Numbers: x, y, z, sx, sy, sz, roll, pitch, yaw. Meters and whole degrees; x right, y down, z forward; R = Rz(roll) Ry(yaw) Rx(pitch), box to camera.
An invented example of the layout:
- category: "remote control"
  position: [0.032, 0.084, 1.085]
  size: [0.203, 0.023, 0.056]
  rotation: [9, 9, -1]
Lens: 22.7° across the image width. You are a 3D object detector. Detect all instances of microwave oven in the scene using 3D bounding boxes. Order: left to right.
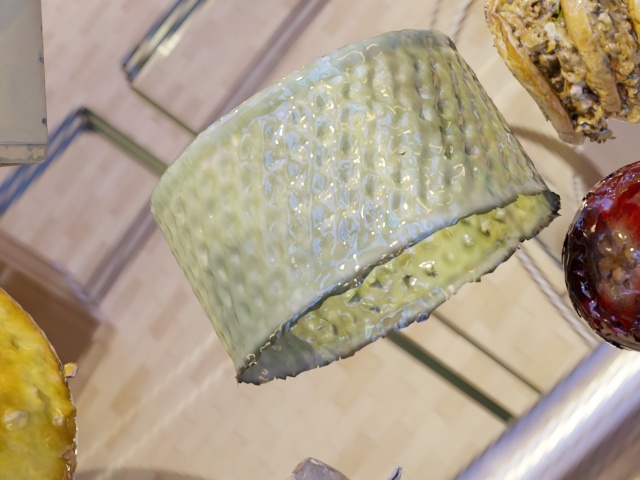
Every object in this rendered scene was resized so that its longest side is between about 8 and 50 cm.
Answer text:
- category: "microwave oven"
  position: [-0.373, -0.152, 1.436]
  size: [0.240, 0.145, 0.194]
  rotation: [-2, 88, 41]

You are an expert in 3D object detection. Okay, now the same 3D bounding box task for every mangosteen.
- category: "mangosteen"
  position: [0.290, 0.013, 1.292]
  size: [0.166, 0.180, 0.166]
  rotation: [-2, 88, 57]

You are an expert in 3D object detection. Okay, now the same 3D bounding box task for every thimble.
- category: "thimble"
  position: [0.022, -0.020, 1.141]
  size: [0.271, 0.271, 0.150]
  rotation: [-36, 76, 23]

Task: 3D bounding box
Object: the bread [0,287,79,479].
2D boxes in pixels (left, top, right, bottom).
- category: "bread"
  position: [-0.252, 0.163, 1.022]
  size: [0.340, 0.179, 0.194]
  rotation: [-76, 11, -54]

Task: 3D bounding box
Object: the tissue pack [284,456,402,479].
- category: "tissue pack"
  position: [0.004, 0.409, 1.797]
  size: [0.238, 0.238, 0.305]
  rotation: [-105, 34, -48]

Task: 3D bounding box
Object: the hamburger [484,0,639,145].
- category: "hamburger"
  position: [0.318, -0.240, 1.843]
  size: [0.211, 0.260, 0.245]
  rotation: [-21, 77, 18]
